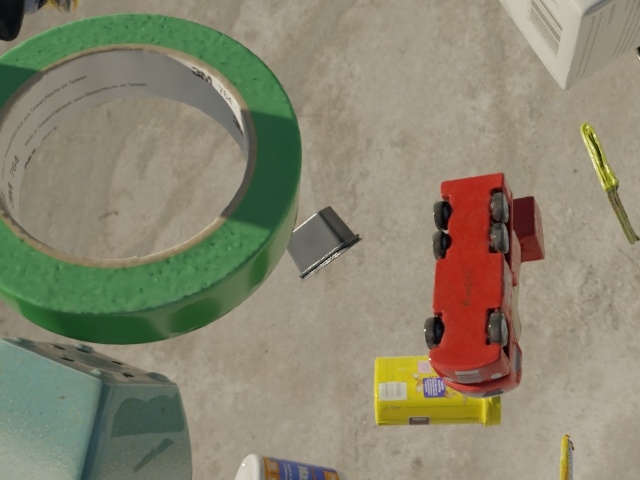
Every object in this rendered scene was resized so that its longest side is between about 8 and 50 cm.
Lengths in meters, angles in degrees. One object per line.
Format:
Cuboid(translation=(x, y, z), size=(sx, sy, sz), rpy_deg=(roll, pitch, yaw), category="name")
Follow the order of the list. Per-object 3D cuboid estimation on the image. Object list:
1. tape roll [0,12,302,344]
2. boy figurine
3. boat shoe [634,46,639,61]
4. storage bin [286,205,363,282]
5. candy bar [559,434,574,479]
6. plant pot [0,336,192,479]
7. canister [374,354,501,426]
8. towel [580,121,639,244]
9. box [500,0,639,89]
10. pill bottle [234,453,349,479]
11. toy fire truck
Cuboid(translation=(-0.178, -0.067, 0.689), size=(0.321, 0.077, 0.321), rpy_deg=(2, 64, -3), category="tape roll")
Cuboid(translation=(-0.443, -0.373, 1.095), size=(0.285, 0.177, 0.092), rpy_deg=(-92, 17, -65), category="boy figurine")
Cuboid(translation=(0.648, -0.416, 1.424), size=(0.112, 0.095, 0.335), rpy_deg=(-21, 78, 27), category="boat shoe")
Cuboid(translation=(0.000, 0.000, 1.402), size=(0.135, 0.098, 0.091), rpy_deg=(-36, 87, 31), category="storage bin")
Cuboid(translation=(0.418, 0.397, 1.258), size=(0.018, 0.040, 0.161), rpy_deg=(-12, 27, 26), category="candy bar")
Cuboid(translation=(-0.278, 0.241, 0.773), size=(0.247, 0.248, 0.252), rpy_deg=(15, 84, 20), category="plant pot")
Cuboid(translation=(0.163, 0.212, 1.059), size=(0.170, 0.073, 0.126), rpy_deg=(-3, 21, 7), category="canister")
Cuboid(translation=(0.409, -0.074, 1.039), size=(0.021, 0.237, 0.102), rpy_deg=(-22, 63, 22), category="towel")
Cuboid(translation=(0.238, -0.270, 0.697), size=(0.119, 0.181, 0.182), rpy_deg=(-31, 75, 7), category="box")
Cuboid(translation=(-0.029, 0.523, 1.478), size=(0.152, 0.272, 0.152), rpy_deg=(-164, 90, -71), category="pill bottle")
Cuboid(translation=(0.118, 0.028, 0.509), size=(0.047, 0.135, 0.192), rpy_deg=(-8, 53, 25), category="toy fire truck")
